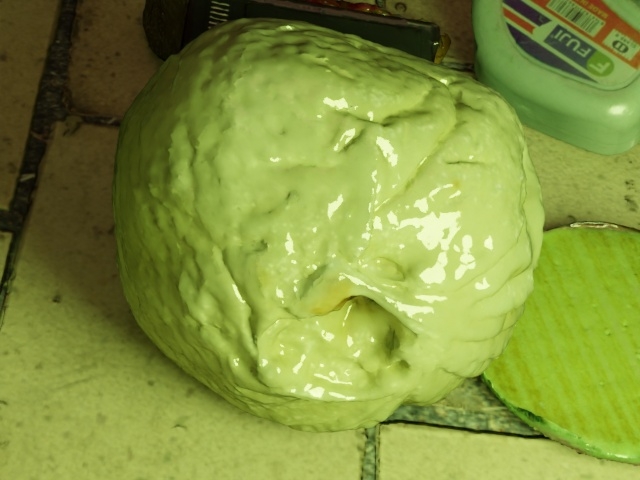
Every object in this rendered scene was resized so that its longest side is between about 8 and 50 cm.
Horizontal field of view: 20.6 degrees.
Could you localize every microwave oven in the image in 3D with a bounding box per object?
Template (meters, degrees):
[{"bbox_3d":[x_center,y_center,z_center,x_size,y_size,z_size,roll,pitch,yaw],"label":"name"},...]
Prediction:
[{"bbox_3d":[-0.023,-0.094,1.599,0.247,0.188,0.178,10,47,-7],"label":"microwave oven"}]

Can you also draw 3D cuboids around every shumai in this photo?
[{"bbox_3d":[-0.133,-0.246,1.796,0.105,0.123,0.139,-14,33,-40],"label":"shumai"}]

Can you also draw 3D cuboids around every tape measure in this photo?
[{"bbox_3d":[0.271,-0.221,1.802,0.243,0.125,0.246,37,78,20],"label":"tape measure"}]

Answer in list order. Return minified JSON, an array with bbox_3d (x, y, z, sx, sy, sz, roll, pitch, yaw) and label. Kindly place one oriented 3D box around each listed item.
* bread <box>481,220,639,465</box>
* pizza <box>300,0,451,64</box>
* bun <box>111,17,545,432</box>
[{"bbox_3d":[0.264,0.093,1.552,0.301,0.045,0.301,5,40,-4],"label":"bread"},{"bbox_3d":[0.019,-0.213,1.833,0.193,0.053,0.201,34,47,24],"label":"pizza"},{"bbox_3d":[0.000,0.000,1.384,0.348,0.352,0.227,-15,30,10],"label":"bun"}]
